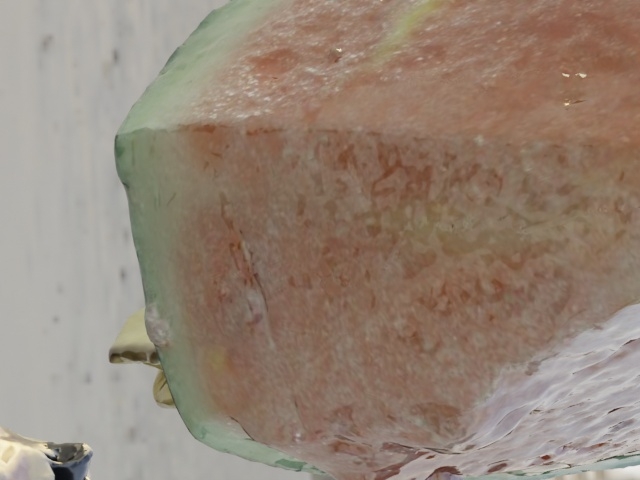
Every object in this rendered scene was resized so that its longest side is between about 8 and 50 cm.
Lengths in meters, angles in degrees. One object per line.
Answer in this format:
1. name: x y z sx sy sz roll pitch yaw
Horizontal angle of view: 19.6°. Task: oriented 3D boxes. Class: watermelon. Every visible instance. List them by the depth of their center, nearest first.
1. watermelon: 0.078 -0.058 0.627 0.250 0.283 0.292 64 -29 20

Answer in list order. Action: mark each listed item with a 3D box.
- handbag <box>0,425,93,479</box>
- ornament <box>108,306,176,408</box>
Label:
1. handbag: -0.187 0.184 0.912 0.181 0.181 0.254 -55 -151 20
2. ornament: 0.000 0.000 0.899 0.059 0.201 0.180 50 -27 -18
